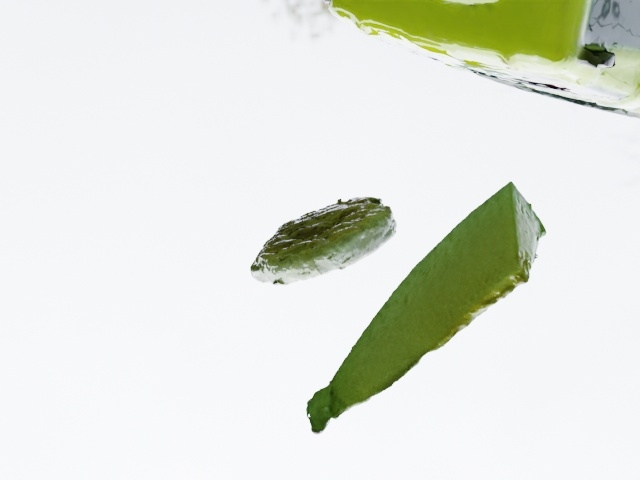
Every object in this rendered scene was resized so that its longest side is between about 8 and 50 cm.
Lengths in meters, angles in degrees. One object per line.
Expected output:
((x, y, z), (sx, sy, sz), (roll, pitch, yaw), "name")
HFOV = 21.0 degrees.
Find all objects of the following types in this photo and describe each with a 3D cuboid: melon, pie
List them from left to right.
((0.000, 0.000, 0.872), (0.084, 0.020, 0.084), (-21, -166, 6), "pie")
((0.091, 0.069, 1.418), (0.262, 0.053, 0.114), (-44, -151, 0), "melon")

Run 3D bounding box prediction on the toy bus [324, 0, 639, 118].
((0.098, -0.182, 0.655), (0.128, 0.262, 0.150), (19, -167, 37), "toy bus")
